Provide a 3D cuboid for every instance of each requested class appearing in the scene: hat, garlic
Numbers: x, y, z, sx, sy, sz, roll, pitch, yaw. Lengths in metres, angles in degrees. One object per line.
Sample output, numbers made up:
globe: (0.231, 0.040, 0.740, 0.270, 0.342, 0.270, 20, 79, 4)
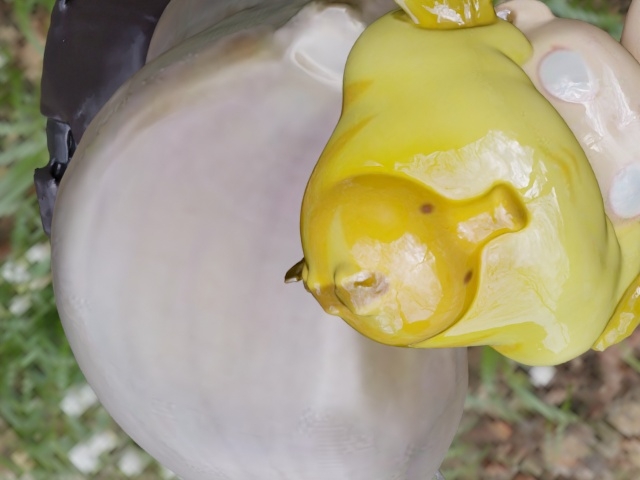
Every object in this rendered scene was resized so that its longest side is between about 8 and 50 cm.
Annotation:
hat: (-0.034, -0.125, 1.235, 0.209, 0.336, 0.238, 2, 132, 25)
garlic: (0.000, 0.000, 0.983, 0.246, 0.231, 0.340, -5, 118, 20)

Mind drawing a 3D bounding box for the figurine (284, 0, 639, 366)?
figurine: (0.094, -0.045, 0.683, 0.156, 0.246, 0.131, 61, 179, -8)
